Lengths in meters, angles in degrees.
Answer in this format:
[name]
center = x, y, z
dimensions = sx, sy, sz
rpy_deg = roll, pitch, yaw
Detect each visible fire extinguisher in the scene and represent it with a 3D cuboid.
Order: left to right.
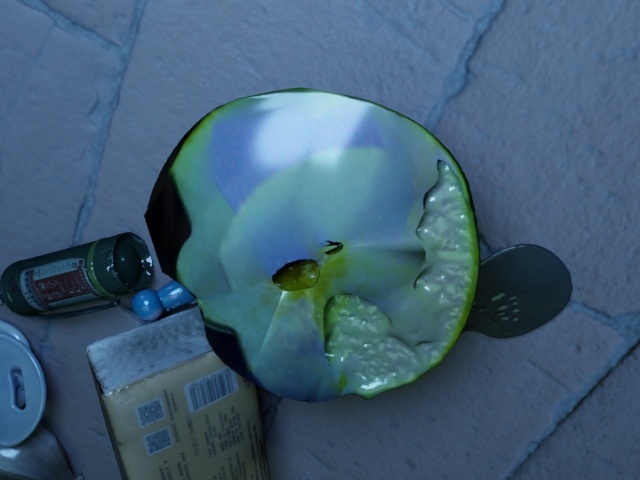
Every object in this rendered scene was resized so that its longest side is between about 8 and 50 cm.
[fire extinguisher]
center = -0.411, 0.064, 0.837
dimensions = 0.294, 0.093, 0.118
rpy_deg = -13, 112, 16

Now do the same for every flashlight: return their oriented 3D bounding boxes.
[flashlight]
center = -0.216, 0.077, 0.803
dimensions = 0.129, 0.051, 0.051
rpy_deg = -25, 109, -16

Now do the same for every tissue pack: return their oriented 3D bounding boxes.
[tissue pack]
center = -0.224, 0.265, 0.840
dimensions = 0.239, 0.238, 0.305
rpy_deg = 0, 114, 11

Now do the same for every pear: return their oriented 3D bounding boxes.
[pear]
center = 0.004, -0.002, 0.685
dimensions = 0.399, 0.165, 0.398
rpy_deg = 4, 114, 10

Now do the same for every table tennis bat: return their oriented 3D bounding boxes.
[table tennis bat]
center = 0.236, 0.094, 0.763
dimensions = 0.234, 0.022, 0.131
rpy_deg = -35, 103, 20

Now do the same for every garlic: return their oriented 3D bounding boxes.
[garlic]
center = -0.612, 0.454, 1.030
dimensions = 0.325, 0.132, 0.279
rpy_deg = 27, 106, -6

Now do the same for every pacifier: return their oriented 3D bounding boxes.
[pacifier]
center = -0.612, 0.252, 0.897
dimensions = 0.279, 0.207, 0.227
rpy_deg = -8, 92, 9
